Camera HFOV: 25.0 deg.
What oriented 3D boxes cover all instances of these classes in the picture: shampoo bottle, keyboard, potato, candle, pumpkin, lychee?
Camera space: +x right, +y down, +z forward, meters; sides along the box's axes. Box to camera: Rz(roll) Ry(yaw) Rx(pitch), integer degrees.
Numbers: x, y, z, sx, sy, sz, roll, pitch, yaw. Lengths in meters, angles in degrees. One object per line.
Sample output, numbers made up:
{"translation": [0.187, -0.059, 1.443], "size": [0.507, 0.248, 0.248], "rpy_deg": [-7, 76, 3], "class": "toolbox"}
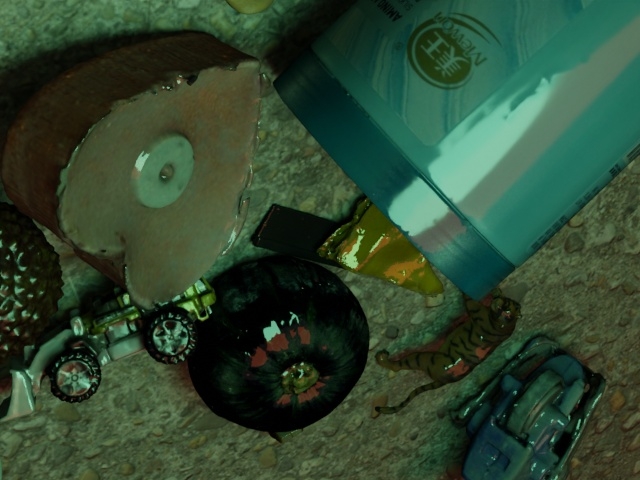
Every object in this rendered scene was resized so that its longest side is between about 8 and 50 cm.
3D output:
{"translation": [0.184, -0.166, 1.548], "size": [0.343, 0.331, 0.331], "rpy_deg": [-42, 137, 6], "class": "shampoo bottle"}
{"translation": [0.000, 0.000, 1.813], "size": [0.195, 0.018, 0.060], "rpy_deg": [16, 110, -41], "class": "keyboard"}
{"translation": [-0.078, -0.270, 1.489], "size": [0.083, 0.062, 0.068], "rpy_deg": [11, 95, -71], "class": "potato"}
{"translation": [-0.183, -0.098, 1.510], "size": [0.287, 0.131, 0.317], "rpy_deg": [-54, 151, -4], "class": "candle"}
{"translation": [-0.054, 0.130, 1.786], "size": [0.233, 0.163, 0.233], "rpy_deg": [-16, 132, -19], "class": "pumpkin"}
{"translation": [-0.363, 0.044, 1.492], "size": [0.188, 0.188, 0.188], "rpy_deg": [-18, 135, -19], "class": "lychee"}

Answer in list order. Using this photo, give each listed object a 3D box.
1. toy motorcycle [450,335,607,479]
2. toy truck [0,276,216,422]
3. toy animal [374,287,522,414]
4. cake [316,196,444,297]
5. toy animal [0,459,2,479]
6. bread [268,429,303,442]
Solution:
{"translation": [0.312, 0.312, 2.164], "size": [0.241, 0.182, 0.319], "rpy_deg": [10, 120, -38], "class": "toy motorcycle"}
{"translation": [-0.255, 0.113, 1.674], "size": [0.286, 0.136, 0.111], "rpy_deg": [-24, 99, -7], "class": "toy truck"}
{"translation": [0.178, 0.159, 1.994], "size": [0.114, 0.116, 0.255], "rpy_deg": [26, 111, -42], "class": "toy animal"}
{"translation": [0.078, 0.036, 1.828], "size": [0.116, 0.080, 0.185], "rpy_deg": [-39, 137, -14], "class": "cake"}
{"translation": [-0.440, 0.208, 1.553], "size": [0.174, 0.289, 0.249], "rpy_deg": [-44, 157, 6], "class": "toy animal"}
{"translation": [-0.056, 0.239, 1.967], "size": [0.043, 0.062, 0.109], "rpy_deg": [-24, 178, -10], "class": "bread"}
